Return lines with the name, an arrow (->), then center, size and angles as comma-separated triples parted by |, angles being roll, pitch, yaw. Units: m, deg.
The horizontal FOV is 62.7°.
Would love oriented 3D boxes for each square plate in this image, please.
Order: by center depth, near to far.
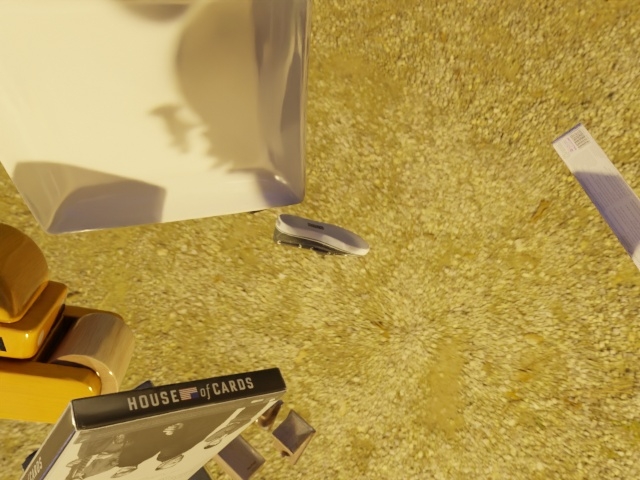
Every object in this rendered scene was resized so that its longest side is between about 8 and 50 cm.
square plate -> -0.186, -0.145, 0.584 | 0.346, 0.344, 0.049 | -8, 55, -9

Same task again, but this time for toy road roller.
toy road roller -> -0.453, 0.116, 0.799 | 0.329, 0.202, 0.241 | 13, 110, -12

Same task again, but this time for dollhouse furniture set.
dollhouse furniture set -> -0.123, 0.359, 0.908 | 0.144, 0.151, 0.123 | 38, 131, 17

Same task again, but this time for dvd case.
dvd case -> -0.162, 0.191, 0.467 | 0.239, 0.179, 0.030 | -47, 56, 34

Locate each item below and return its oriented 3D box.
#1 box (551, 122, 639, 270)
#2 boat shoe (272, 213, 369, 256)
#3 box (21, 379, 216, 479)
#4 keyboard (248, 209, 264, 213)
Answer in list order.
box -> 0.522, -0.065, 0.922 | 0.067, 0.063, 0.324 | -38, 56, 28
boat shoe -> 0.000, 0.000, 0.754 | 0.142, 0.049, 0.040 | 17, 118, -13
box -> -0.339, 0.646, 1.149 | 0.297, 0.472, 0.480 | -32, 63, -21
keyboard -> -0.103, -0.130, 0.939 | 0.100, 0.192, 0.038 | -16, 54, -9
